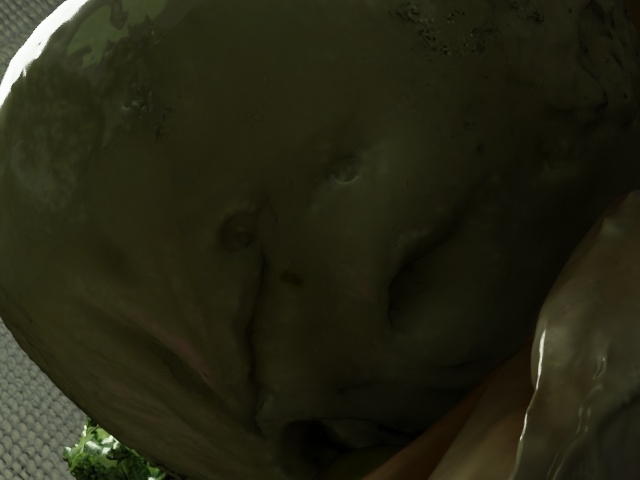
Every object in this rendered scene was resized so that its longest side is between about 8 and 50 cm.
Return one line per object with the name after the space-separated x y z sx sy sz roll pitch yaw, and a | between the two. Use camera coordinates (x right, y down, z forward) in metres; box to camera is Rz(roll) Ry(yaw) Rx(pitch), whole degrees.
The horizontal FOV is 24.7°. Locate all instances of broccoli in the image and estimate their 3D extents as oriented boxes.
-0.145 0.180 1.504 0.226 0.176 0.198 -62 -3 37 | broccoli

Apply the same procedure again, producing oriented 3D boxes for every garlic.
0.050 0.110 0.457 0.228 0.110 0.217 -34 -18 -43 | garlic

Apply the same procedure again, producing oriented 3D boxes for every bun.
0.000 0.000 0.695 0.362 0.326 0.234 101 168 -57 | bun

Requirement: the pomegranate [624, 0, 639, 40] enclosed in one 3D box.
0.235 -0.191 0.784 0.270 0.229 0.252 -35 0 28 | pomegranate

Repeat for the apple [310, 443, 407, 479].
0.034 0.125 0.614 0.089 0.090 0.074 -43 48 40 | apple
